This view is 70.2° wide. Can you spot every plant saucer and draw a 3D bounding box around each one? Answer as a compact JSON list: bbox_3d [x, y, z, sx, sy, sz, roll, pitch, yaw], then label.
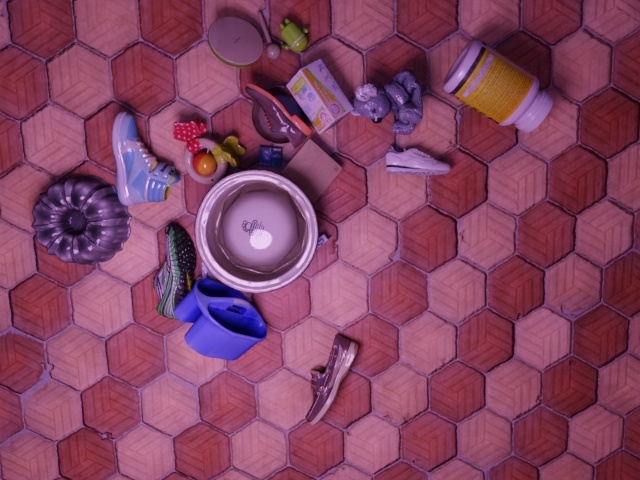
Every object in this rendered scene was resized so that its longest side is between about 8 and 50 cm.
[{"bbox_3d":[-0.143,-0.437,1.600,0.198,0.036,0.199,0,98,-2],"label":"plant saucer"}]

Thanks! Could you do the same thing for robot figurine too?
[{"bbox_3d":[-0.090,-0.694,1.554,0.101,0.067,0.115,-42,97,-1],"label":"robot figurine"}]

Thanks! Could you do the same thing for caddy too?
[{"bbox_3d":[-0.323,0.258,1.545,0.179,0.341,0.241,-42,57,10],"label":"caddy"}]

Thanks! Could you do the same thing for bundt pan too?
[{"bbox_3d":[-0.844,-0.064,1.585,0.330,0.124,0.331,0,98,-2],"label":"bundt pan"}]

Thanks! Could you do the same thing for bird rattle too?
[{"bbox_3d":[-0.401,-0.296,1.571,0.253,0.143,0.207,21,112,-1],"label":"bird rattle"}]

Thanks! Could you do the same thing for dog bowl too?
[{"bbox_3d":[-0.208,-0.036,1.553,0.407,0.150,0.409,0,97,0],"label":"dog bowl"}]

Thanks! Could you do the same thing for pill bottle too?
[{"bbox_3d":[0.599,-0.508,1.535,0.333,0.188,0.188,30,95,-4],"label":"pill bottle"}]

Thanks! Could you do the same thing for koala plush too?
[{"bbox_3d":[0.214,-0.471,1.540,0.221,0.196,0.204,-4,86,-1],"label":"koala plush"}]

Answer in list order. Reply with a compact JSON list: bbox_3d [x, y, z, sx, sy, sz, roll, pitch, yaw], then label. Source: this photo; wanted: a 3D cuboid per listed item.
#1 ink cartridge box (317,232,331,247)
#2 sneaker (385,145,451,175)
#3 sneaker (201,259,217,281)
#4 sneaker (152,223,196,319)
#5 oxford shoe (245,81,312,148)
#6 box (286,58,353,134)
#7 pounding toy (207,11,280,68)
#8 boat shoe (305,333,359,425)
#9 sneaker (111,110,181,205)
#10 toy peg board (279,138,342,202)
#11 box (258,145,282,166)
[{"bbox_3d":[0.000,0.000,1.652,0.083,0.048,0.028,-38,98,2],"label":"ink cartridge box"},{"bbox_3d":[0.348,-0.280,1.612,0.234,0.090,0.095,5,88,-4],"label":"sneaker"},{"bbox_3d":[-0.390,0.059,1.646,0.082,0.071,0.191,-5,106,-7],"label":"sneaker"},{"bbox_3d":[-0.532,0.112,1.612,0.146,0.134,0.344,1,90,13],"label":"sneaker"},{"bbox_3d":[-0.159,-0.423,1.538,0.271,0.097,0.098,40,100,-6],"label":"oxford shoe"},{"bbox_3d":[-0.001,-0.484,1.543,0.103,0.114,0.203,-39,99,-30],"label":"box"},{"bbox_3d":[-0.274,-0.654,1.551,0.236,0.110,0.183,-27,86,-27],"label":"pounding toy"},{"bbox_3d":[0.017,0.510,1.687,0.123,0.123,0.342,28,92,4],"label":"boat shoe"},{"bbox_3d":[-0.588,-0.278,1.566,0.208,0.127,0.319,1,107,0],"label":"sneaker"},{"bbox_3d":[-0.039,-0.251,1.617,0.160,0.079,0.161,38,95,-21],"label":"toy peg board"},{"bbox_3d":[-0.179,-0.298,1.625,0.083,0.018,0.067,6,97,-2],"label":"box"}]
